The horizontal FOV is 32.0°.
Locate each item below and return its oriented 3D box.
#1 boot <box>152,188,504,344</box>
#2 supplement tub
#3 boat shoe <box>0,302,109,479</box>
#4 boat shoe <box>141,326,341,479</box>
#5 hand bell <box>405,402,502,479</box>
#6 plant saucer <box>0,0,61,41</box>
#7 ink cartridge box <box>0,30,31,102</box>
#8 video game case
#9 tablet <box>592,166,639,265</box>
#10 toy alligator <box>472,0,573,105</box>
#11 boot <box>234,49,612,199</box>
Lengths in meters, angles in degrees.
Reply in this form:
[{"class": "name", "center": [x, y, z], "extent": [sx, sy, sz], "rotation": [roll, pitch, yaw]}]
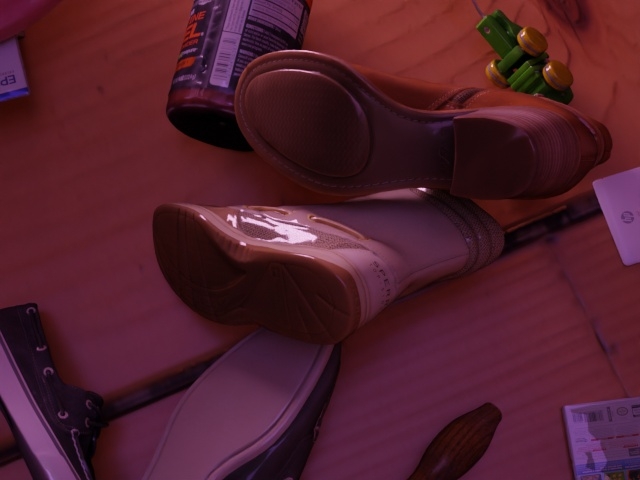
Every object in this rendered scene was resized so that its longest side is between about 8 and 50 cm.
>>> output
[{"class": "boot", "center": [0.000, 0.000, 0.946], "extent": [0.203, 0.262, 0.095], "rotation": [-21, 113, -39]}, {"class": "supplement tub", "center": [-0.067, -0.187, 1.000], "extent": [0.106, 0.106, 0.197], "rotation": [12, 75, 3]}, {"class": "boat shoe", "center": [-0.216, 0.143, 0.918], "extent": [0.076, 0.080, 0.228], "rotation": [-24, 57, -23]}, {"class": "boat shoe", "center": [-0.084, 0.207, 0.913], "extent": [0.112, 0.095, 0.335], "rotation": [22, 69, 43]}, {"class": "hand bell", "center": [0.067, 0.212, 0.893], "extent": [0.242, 0.126, 0.126], "rotation": [-38, 77, -29]}, {"class": "plant saucer", "center": [-0.356, -0.326, 0.988], "extent": [0.332, 0.084, 0.332], "rotation": [0, 74, -1]}, {"class": "ink cartridge box", "center": [-0.389, -0.268, 1.045], "extent": [0.176, 0.069, 0.370], "rotation": [-16, 73, -5]}, {"class": "video game case", "center": [0.257, 0.195, 0.943], "extent": [0.087, 0.011, 0.122], "rotation": [-6, 75, -2]}, {"class": "tablet", "center": [0.284, -0.023, 1.004], "extent": [0.054, 0.006, 0.083], "rotation": [-17, 75, -4]}, {"class": "toy alligator", "center": [0.181, -0.174, 1.025], "extent": [0.051, 0.056, 0.189], "rotation": [-17, 69, -48]}, {"class": "boot", "center": [0.093, -0.098, 0.929], "extent": [0.284, 0.220, 0.109], "rotation": [9, 103, 28]}]
